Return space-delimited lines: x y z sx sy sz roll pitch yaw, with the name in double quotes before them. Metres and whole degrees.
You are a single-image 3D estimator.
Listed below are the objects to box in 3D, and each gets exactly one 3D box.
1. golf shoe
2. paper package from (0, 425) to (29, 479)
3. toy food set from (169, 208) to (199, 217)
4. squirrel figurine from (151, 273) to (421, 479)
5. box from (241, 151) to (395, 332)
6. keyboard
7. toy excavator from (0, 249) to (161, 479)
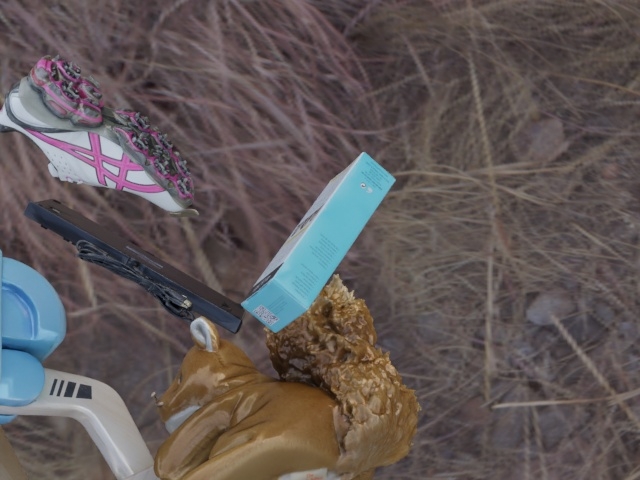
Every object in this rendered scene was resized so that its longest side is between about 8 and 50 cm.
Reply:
"golf shoe" -0.192 -0.079 0.942 0.086 0.186 0.067 -38 31 23
"paper package" -0.622 0.414 1.782 0.325 0.168 0.309 52 136 27
"toy food set" -0.212 -0.084 1.482 0.078 0.019 0.122 -2 131 39
"squirrel figurine" -0.063 0.246 1.596 0.397 0.281 0.370 -40 34 -3
"box" 0.000 0.000 1.389 0.060 0.244 0.100 40 146 -8
"keyboard" -0.242 0.036 1.408 0.317 0.201 0.033 29 94 -3
"toy excavator" -0.434 0.192 1.576 0.222 0.445 0.433 -43 47 43
